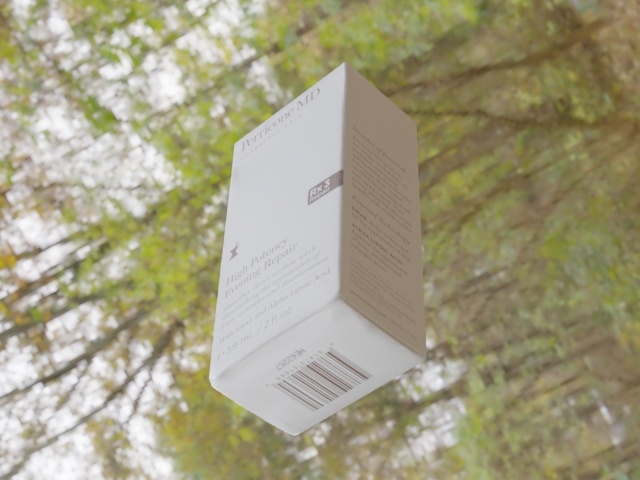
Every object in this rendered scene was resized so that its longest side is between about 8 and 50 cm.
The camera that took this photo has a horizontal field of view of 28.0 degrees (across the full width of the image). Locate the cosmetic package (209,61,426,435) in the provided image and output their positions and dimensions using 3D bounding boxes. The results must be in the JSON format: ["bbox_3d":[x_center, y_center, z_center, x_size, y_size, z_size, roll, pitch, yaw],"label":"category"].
[{"bbox_3d":[0.000,0.000,0.850,0.085,0.117,0.231,37,-147,-31],"label":"cosmetic package"}]
